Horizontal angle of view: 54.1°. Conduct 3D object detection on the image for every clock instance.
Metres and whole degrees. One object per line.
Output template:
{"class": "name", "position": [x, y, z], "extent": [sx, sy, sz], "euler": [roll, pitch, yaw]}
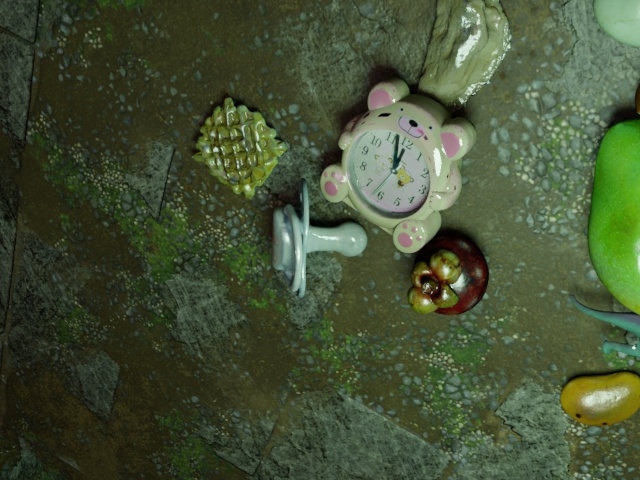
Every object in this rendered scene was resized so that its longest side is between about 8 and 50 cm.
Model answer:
{"class": "clock", "position": [0.163, -0.158, 1.315], "extent": [0.284, 0.114, 0.310], "euler": [37, 131, 17]}

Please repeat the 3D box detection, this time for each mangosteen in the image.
{"class": "mangosteen", "position": [0.268, 0.082, 1.355], "extent": [0.199, 0.200, 0.200], "euler": [9, 116, 20]}

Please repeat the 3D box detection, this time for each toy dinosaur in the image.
{"class": "toy dinosaur", "position": [0.706, 0.183, 1.158], "extent": [0.383, 0.129, 0.331], "euler": [39, 155, 1]}

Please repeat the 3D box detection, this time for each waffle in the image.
{"class": "waffle", "position": [-0.202, -0.223, 1.504], "extent": [0.204, 0.054, 0.223], "euler": [42, 123, 2]}

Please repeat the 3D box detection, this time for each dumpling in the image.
{"class": "dumpling", "position": [0.277, -0.381, 1.208], "extent": [0.166, 0.086, 0.332], "euler": [16, 122, 20]}

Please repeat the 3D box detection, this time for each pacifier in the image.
{"class": "pacifier", "position": [0.000, 0.000, 1.448], "extent": [0.225, 0.238, 0.287], "euler": [-3, 117, -8]}

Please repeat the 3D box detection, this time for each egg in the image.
{"class": "egg", "position": [0.555, -0.397, 1.038], "extent": [0.192, 0.149, 0.150], "euler": [11, 117, 13]}

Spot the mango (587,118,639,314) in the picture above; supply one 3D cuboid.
{"class": "mango", "position": [0.603, -0.035, 1.150], "extent": [0.225, 0.201, 0.382], "euler": [-14, 95, 30]}

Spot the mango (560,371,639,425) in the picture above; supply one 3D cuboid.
{"class": "mango", "position": [0.626, 0.352, 1.388], "extent": [0.177, 0.090, 0.115], "euler": [-14, 100, 20]}

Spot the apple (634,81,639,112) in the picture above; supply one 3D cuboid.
{"class": "apple", "position": [0.638, -0.255, 1.071], "extent": [0.147, 0.146, 0.163], "euler": [37, 120, -1]}
